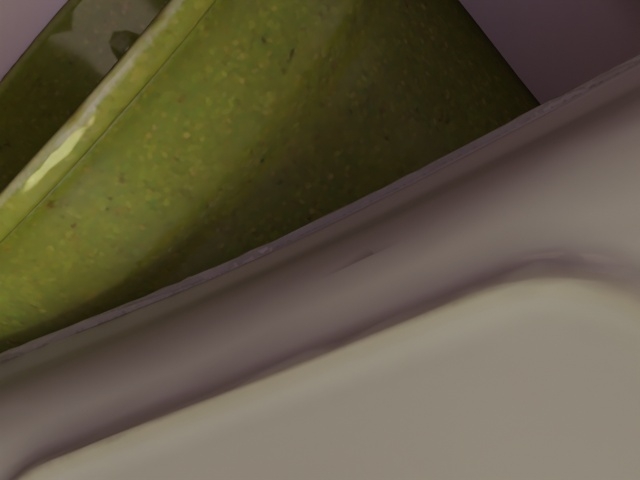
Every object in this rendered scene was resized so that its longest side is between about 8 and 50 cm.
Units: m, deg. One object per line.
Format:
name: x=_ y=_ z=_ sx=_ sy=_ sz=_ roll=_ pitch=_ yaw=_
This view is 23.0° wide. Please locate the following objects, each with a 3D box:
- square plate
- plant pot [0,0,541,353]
square plate: x=0.027 y=0.156 z=0.396 sx=0.344 sy=0.049 sz=0.347 roll=-25 pitch=75 yaw=36
plant pot: x=0.000 y=0.000 z=0.632 sx=0.254 sy=0.276 sz=0.276 roll=40 pitch=102 yaw=-17
